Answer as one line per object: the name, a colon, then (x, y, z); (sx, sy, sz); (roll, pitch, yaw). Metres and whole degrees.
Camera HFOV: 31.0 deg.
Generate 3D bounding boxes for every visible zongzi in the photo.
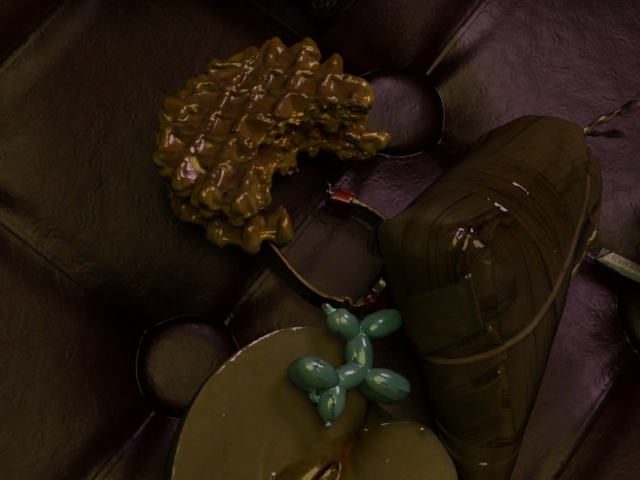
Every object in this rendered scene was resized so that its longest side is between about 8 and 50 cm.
zongzi: (0.287, 0.077, 1.660); (0.218, 0.467, 0.500); (10, 34, 35)

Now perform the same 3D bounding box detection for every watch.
watch: (0.009, 0.001, 1.651); (0.165, 0.102, 0.268); (-40, 73, -22)

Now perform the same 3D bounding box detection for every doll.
doll: (0.034, 0.157, 1.437); (0.158, 0.059, 0.159); (10, 69, -26)

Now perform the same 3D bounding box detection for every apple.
apple: (-0.027, 0.314, 1.434); (0.320, 0.312, 0.360); (23, 54, 32)

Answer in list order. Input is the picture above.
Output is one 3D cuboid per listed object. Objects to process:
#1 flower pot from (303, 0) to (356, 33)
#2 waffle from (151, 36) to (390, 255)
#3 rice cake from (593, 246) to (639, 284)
flower pot: (-0.027, -0.463, 1.696); (0.267, 0.266, 0.266); (42, 74, -4)
waffle: (-0.082, -0.137, 1.610); (0.261, 0.151, 0.324); (30, 58, 25)
rice cake: (0.503, 0.062, 1.709); (0.207, 0.033, 0.033); (25, 82, 2)
